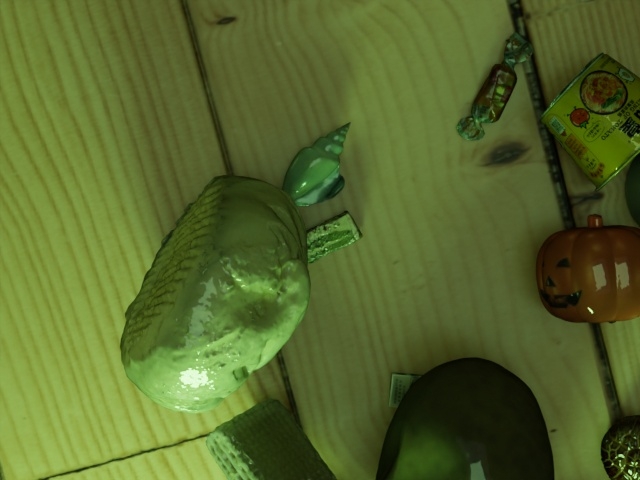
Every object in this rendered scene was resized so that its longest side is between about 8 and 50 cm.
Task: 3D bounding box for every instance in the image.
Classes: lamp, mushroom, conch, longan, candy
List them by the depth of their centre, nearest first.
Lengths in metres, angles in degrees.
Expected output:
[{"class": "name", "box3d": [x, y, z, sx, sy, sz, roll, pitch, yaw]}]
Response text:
[{"class": "longan", "box3d": [0.217, 0.348, 1.746, 0.289, 0.288, 0.350, 5, 99, -1]}, {"class": "lamp", "box3d": [0.419, 0.041, 1.775, 0.188, 0.187, 0.163, -5, 92, -1]}, {"class": "candy", "box3d": [0.273, -0.235, 1.820, 0.053, 0.046, 0.182, 28, 95, -1]}, {"class": "conch", "box3d": [-0.007, -0.111, 1.823, 0.180, 0.088, 0.065, -50, 50, 9]}, {"class": "mushroom", "box3d": [0.498, 0.337, 1.845, 0.109, 0.085, 0.126, -21, 89, 1]}]

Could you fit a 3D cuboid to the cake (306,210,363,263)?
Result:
[{"class": "cake", "box3d": [0.000, 0.000, 1.843, 0.140, 0.055, 0.051, -25, 96, 18]}]

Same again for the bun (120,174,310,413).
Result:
[{"class": "bun", "box3d": [-0.136, 0.084, 1.698, 0.211, 0.360, 0.359, 32, 93, -15]}]

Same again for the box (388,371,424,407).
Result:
[{"class": "box", "box3d": [0.151, 0.239, 1.863, 0.083, 0.024, 0.054, 5, 93, -1]}]

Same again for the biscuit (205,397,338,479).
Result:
[{"class": "biscuit", "box3d": [-0.001, 0.431, 1.763, 0.426, 0.144, 0.078, 52, 133, 14]}]

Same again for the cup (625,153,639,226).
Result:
[{"class": "cup", "box3d": [0.611, -0.059, 1.749, 0.258, 0.234, 0.186, 24, 94, -5]}]

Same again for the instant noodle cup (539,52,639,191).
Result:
[{"class": "instant noodle cup", "box3d": [0.427, -0.185, 1.772, 0.144, 0.182, 0.182, 44, 92, 6]}]
